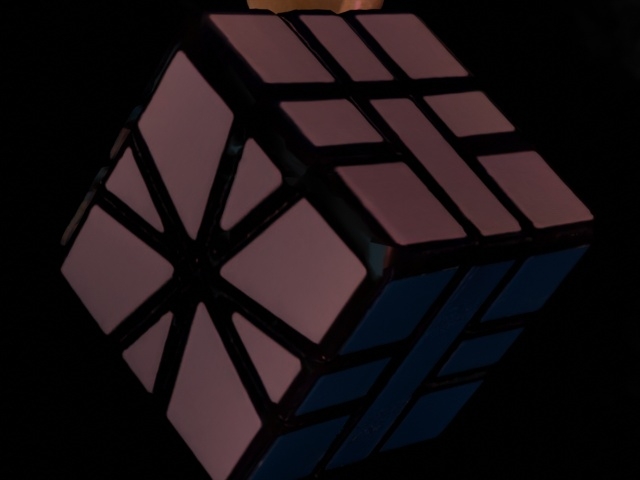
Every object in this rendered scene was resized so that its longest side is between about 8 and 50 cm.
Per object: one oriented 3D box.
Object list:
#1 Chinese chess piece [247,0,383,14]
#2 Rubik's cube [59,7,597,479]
[{"bbox_3d":[-0.005,-0.238,1.515,0.144,0.058,0.144,6,99,42],"label":"Chinese chess piece"},{"bbox_3d":[0.000,0.000,1.397,0.293,0.283,0.288,48,125,24],"label":"Rubik's cube"}]
